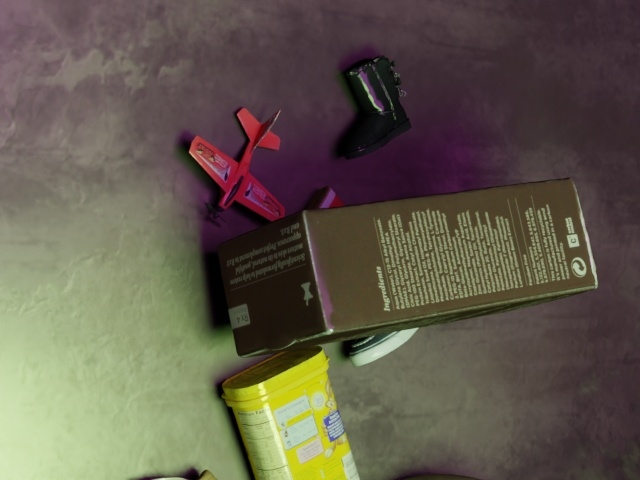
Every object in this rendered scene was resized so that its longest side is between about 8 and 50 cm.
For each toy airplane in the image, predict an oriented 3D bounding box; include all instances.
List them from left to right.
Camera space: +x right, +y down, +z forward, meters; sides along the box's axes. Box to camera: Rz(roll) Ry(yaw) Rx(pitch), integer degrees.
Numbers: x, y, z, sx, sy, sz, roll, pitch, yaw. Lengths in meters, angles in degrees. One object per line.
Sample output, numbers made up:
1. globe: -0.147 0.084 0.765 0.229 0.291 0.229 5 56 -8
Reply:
1. toy airplane: -0.089 -0.088 1.715 0.151 0.028 0.151 1 88 -37

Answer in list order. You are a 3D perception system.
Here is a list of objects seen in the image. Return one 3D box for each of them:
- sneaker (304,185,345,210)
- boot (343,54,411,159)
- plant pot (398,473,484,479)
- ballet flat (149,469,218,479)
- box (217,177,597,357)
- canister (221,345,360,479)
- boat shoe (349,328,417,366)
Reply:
1. sneaker: 0.000 0.000 1.766 0.067 0.042 0.118 44 62 -22
2. boot: 0.057 -0.162 1.811 0.121 0.045 0.099 -34 110 -39
3. plant pot: 0.181 0.399 1.746 0.284 0.191 0.284 9 69 -25
4. ballet flat: -0.201 0.299 1.605 0.232 0.080 0.073 -10 66 -38
5. box: 0.099 0.029 1.684 0.381 0.191 0.143 -9 84 -35
6. canister: -0.030 0.221 1.718 0.126 0.073 0.169 -24 103 -34
7. boat shoe: 0.086 0.074 1.818 0.183 0.065 0.083 -37 101 -33
